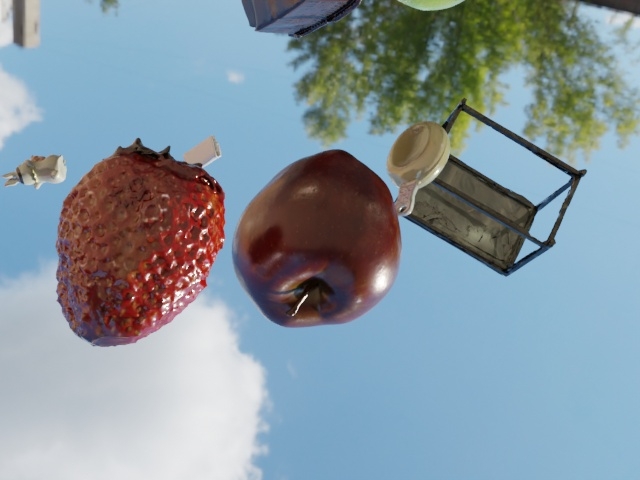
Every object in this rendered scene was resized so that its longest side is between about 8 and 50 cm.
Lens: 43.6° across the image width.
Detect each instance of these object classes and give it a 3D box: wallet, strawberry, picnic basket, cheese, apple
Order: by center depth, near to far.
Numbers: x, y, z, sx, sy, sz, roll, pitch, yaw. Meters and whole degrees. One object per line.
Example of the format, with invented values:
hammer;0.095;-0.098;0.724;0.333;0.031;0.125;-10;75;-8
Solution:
strawberry;-0.266;0.019;1.160;0.238;0.250;0.288;11;-126;-4
apple;0.000;0.000;1.387;0.288;0.288;0.317;12;-138;3
cheese;0.182;-0.135;1.570;0.064;0.137;0.227;40;-129;-31
picnic basket;-0.057;-0.538;1.635;0.129;0.222;0.297;-21;-174;-35
wallet;-0.302;-0.217;2.035;0.122;0.061;0.025;-25;169;40

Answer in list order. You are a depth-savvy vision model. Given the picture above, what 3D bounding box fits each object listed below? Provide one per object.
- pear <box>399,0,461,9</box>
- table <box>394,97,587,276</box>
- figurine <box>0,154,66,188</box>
pear;0.233;-0.749;1.981;0.318;0.342;0.238;-16;-174;-24
table;0.389;-0.117;1.897;0.335;0.272;0.222;30;-110;0
figurine;-0.722;-0.172;2.031;0.146;0.081;0.098;-7;-164;2
